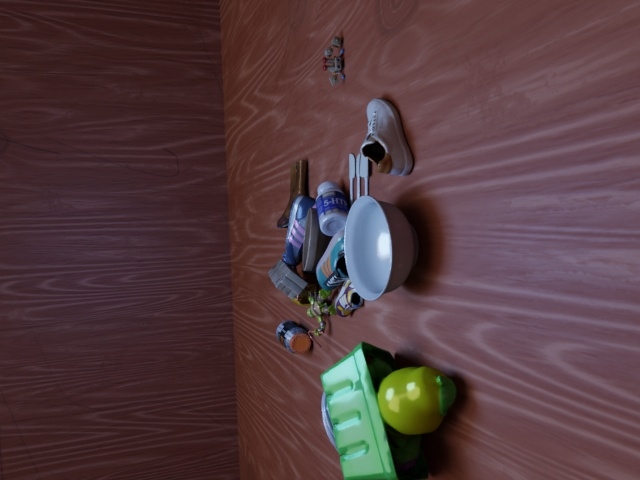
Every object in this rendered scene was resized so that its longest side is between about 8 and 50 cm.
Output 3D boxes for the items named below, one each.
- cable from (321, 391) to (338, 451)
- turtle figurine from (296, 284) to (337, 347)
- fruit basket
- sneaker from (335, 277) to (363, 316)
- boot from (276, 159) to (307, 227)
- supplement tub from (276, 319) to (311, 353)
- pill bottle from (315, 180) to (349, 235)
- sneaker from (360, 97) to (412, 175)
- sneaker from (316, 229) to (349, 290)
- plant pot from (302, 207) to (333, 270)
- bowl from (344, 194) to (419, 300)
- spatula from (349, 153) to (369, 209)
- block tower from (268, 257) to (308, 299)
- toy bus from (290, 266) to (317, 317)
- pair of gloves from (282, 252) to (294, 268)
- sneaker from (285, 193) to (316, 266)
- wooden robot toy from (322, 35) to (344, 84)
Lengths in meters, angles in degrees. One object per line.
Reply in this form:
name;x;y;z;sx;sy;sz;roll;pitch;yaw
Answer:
cable;0.101;0.553;1.642;0.257;0.089;0.257;62;-159;0
turtle figurine;0.002;0.273;2.045;0.217;0.087;0.269;-40;63;57
fruit basket;0.211;0.446;1.403;0.393;0.283;0.391;-11;66;27
sneaker;0.101;0.214;1.809;0.083;0.070;0.185;-115;29;-46
boot;-0.130;-0.198;2.315;0.264;0.096;0.280;161;106;-68
supplement tub;-0.117;0.431;2.324;0.190;0.117;0.116;-164;73;-68
pill bottle;0.042;-0.117;1.851;0.112;0.112;0.186;111;157;-45
sneaker;0.166;-0.310;1.513;0.105;0.123;0.289;111;150;-49
sneaker;0.064;0.101;1.838;0.302;0.108;0.121;109;149;-47
plant pot;0.000;0.000;1.947;0.237;0.110;0.237;-175;90;-84
bowl;0.185;0.018;1.483;0.298;0.134;0.297;177;90;-69
spatula;0.127;-0.174;1.766;0.168;0.019;0.241;-164;73;-67
block tower;-0.141;0.153;2.163;0.091;0.097;0.335;-51;11;-2
toy bus;-0.086;0.221;2.238;0.202;0.105;0.190;109;150;-43
pair of gloves;-0.151;0.144;2.508;0.198;0.023;0.159;-164;74;-67
sneaker;-0.059;-0.022;2.111;0.112;0.131;0.318;-43;-33;-57
wooden robot toy;0.041;-0.631;1.873;0.079;0.077;0.173;-177;85;-79
